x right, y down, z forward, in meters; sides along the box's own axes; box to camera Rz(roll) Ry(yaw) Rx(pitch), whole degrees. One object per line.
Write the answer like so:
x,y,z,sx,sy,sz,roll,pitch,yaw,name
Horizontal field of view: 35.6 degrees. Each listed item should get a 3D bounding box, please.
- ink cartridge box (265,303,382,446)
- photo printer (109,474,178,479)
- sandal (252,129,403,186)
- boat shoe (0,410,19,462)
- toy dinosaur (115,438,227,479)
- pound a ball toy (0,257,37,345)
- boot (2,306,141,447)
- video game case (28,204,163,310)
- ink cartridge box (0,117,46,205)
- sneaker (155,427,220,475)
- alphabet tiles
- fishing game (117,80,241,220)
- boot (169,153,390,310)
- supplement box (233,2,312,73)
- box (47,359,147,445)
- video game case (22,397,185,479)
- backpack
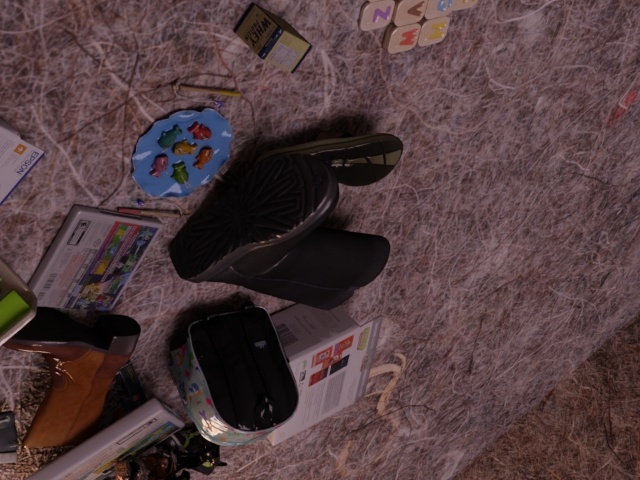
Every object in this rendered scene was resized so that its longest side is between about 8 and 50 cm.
-0.019,0.278,2.252,0.272,0.130,0.309,-22,142,-30,ink cartridge box
-0.468,0.666,2.255,0.256,0.107,0.307,-5,133,-43,photo printer
0.017,-0.163,1.837,0.302,0.086,0.120,-5,140,-22,sandal
-0.666,0.329,1.709,0.319,0.116,0.099,16,74,-45,boat shoe
-0.316,0.503,2.101,0.218,0.164,0.322,-14,172,8,toy dinosaur
-0.575,0.184,1.539,0.319,0.136,0.208,-40,111,-2,pound a ball toy
-0.480,0.250,1.770,0.264,0.096,0.280,1,126,-46,boot
-0.387,0.035,1.696,0.183,0.023,0.201,10,120,-50,video game case
-0.532,-0.094,1.378,0.223,0.045,0.224,-47,148,8,ink cartridge box
-0.296,0.448,2.236,0.097,0.084,0.235,-65,151,-19,sneaker
0.193,-0.457,1.729,0.278,0.021,0.284,-19,140,-31,alphabet tiles
-0.223,-0.137,1.653,0.189,0.041,0.264,5,125,-45,fishing game
-0.002,0.000,1.874,0.367,0.146,0.445,-26,153,31,boot
-0.074,-0.316,1.559,0.056,0.083,0.083,-53,146,15,supplement box
-0.427,0.325,1.965,0.159,0.044,0.233,-29,145,-18,box
-0.434,0.427,1.965,0.329,0.036,0.300,-32,166,-8,video game case
-0.172,0.281,1.991,0.225,0.253,0.191,-12,156,-39,backpack
